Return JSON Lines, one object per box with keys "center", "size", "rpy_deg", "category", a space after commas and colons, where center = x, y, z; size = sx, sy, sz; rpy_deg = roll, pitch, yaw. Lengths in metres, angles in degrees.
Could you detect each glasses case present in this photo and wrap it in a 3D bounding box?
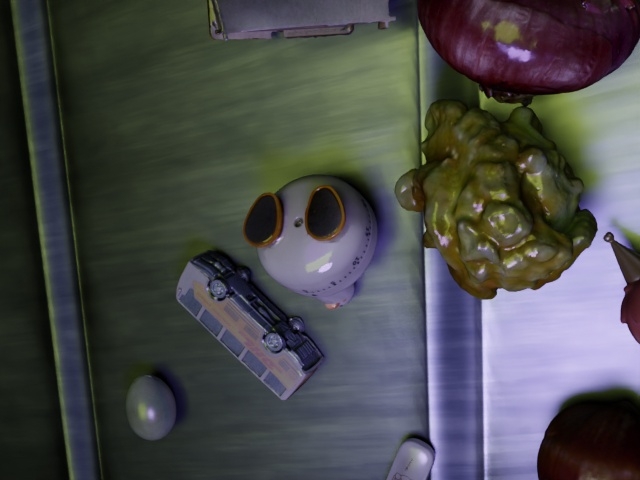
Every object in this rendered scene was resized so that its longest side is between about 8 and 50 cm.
{"center": [0.172, 0.485, 1.541], "size": [0.074, 0.049, 0.193], "rpy_deg": [25, 112, 18], "category": "glasses case"}

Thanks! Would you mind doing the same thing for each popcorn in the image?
{"center": [0.290, -0.069, 1.241], "size": [0.279, 0.335, 0.274], "rpy_deg": [18, 130, -19], "category": "popcorn"}

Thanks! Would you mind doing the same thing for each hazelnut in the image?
{"center": [0.491, 0.379, 1.296], "size": [0.229, 0.229, 0.229], "rpy_deg": [6, 104, 24], "category": "hazelnut"}

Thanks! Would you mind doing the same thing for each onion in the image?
{"center": [0.303, -0.322, 1.164], "size": [0.347, 0.347, 0.285], "rpy_deg": [23, 136, 19], "category": "onion"}

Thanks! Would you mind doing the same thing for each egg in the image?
{"center": [-0.386, 0.378, 1.742], "size": [0.114, 0.114, 0.152], "rpy_deg": [-7, 96, 26], "category": "egg"}

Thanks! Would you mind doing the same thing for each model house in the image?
{"center": [-0.051, -0.443, 1.364], "size": [0.326, 0.244, 0.169], "rpy_deg": [-7, 101, -8], "category": "model house"}

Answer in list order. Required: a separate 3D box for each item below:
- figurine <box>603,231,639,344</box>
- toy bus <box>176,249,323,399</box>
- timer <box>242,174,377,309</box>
{"center": [0.588, 0.142, 1.223], "size": [0.387, 0.166, 0.207], "rpy_deg": [41, 81, 14], "category": "figurine"}
{"center": [-0.149, 0.172, 1.600], "size": [0.342, 0.097, 0.138], "rpy_deg": [41, 122, 10], "category": "toy bus"}
{"center": [0.000, 0.000, 1.461], "size": [0.233, 0.240, 0.233], "rpy_deg": [-10, 67, 24], "category": "timer"}
